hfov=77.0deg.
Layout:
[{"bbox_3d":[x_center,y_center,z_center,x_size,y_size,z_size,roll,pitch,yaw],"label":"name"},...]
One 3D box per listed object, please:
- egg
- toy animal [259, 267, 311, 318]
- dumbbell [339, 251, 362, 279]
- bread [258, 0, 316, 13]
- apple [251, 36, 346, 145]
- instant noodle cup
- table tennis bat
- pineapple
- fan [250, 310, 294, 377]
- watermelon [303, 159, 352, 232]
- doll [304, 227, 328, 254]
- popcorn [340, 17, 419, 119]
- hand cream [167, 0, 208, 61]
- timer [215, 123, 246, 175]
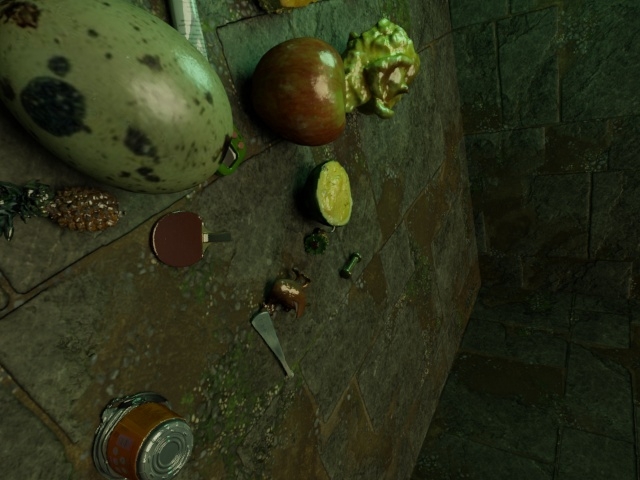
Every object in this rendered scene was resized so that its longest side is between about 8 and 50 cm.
[{"bbox_3d":[-0.325,-0.232,0.671,0.379,0.288,0.287,21,75,-47],"label":"egg"},{"bbox_3d":[-0.095,0.184,1.225,0.179,0.089,0.188,-52,135,-17],"label":"toy animal"},{"bbox_3d":[0.118,0.095,1.544,0.046,0.052,0.118,38,51,-2],"label":"dumbbell"},{"bbox_3d":[-0.094,-0.736,1.121,0.245,0.121,0.174,-45,129,-42],"label":"bread"},{"bbox_3d":[-0.055,-0.403,1.115,0.309,0.250,0.277,69,21,-63],"label":"apple"},{"bbox_3d":[-0.346,0.417,0.827,0.208,0.126,0.177,59,46,-39],"label":"instant noodle cup"},{"bbox_3d":[-0.302,-0.006,0.957,0.220,0.019,0.130,-6,96,-54],"label":"table tennis bat"},{"bbox_3d":[-0.445,-0.050,0.690,0.221,0.083,0.103,1,91,-53],"label":"pineapple"},{"bbox_3d":[-0.139,0.322,1.208,0.057,0.023,0.281,-30,122,-19],"label":"fan"},{"bbox_3d":[0.014,-0.141,1.309,0.204,0.127,0.232,-5,95,-55],"label":"watermelon"},{"bbox_3d":[0.008,-0.001,1.356,0.113,0.077,0.078,-32,109,-51],"label":"doll"},{"bbox_3d":[0.183,-0.588,1.414,0.335,0.274,0.279,-55,-173,17],"label":"popcorn"},{"bbox_3d":[-0.301,-0.513,0.888,0.085,0.058,0.331,-33,119,-52],"label":"hand cream"},{"bbox_3d":[-0.249,-0.238,0.994,0.140,0.047,0.128,58,46,-40],"label":"timer"}]
